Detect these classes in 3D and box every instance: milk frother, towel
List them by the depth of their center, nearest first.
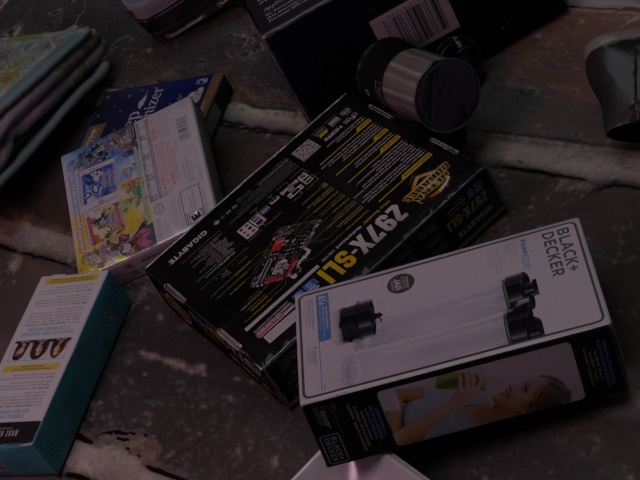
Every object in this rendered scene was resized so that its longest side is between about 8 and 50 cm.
[{"bbox_3d":[0.140,-0.181,1.699,0.143,0.129,0.135,-47,32,-7],"label":"milk frother"},{"bbox_3d":[-0.496,-0.166,2.074,0.320,0.090,0.374,-2,35,33],"label":"towel"}]

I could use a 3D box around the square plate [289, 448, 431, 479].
[{"bbox_3d":[0.017,0.357,1.289,0.347,0.049,0.344,-45,42,-15],"label":"square plate"}]

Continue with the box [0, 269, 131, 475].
[{"bbox_3d":[-0.302,0.146,1.701,0.100,0.060,0.244,-6,46,28],"label":"box"}]

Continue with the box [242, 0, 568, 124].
[{"bbox_3d":[0.074,-0.336,1.863,0.343,0.179,0.312,-29,39,3],"label":"box"}]

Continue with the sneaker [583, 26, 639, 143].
[{"bbox_3d":[0.394,-0.170,1.585,0.222,0.083,0.118,-13,62,12],"label":"sneaker"}]

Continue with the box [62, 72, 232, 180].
[{"bbox_3d":[-0.234,-0.146,1.980,0.225,0.036,0.136,-7,46,28],"label":"box"}]

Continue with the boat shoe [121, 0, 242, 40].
[{"bbox_3d":[-0.121,-0.373,2.088,0.306,0.105,0.113,-33,43,9],"label":"boat shoe"}]

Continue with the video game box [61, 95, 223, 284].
[{"bbox_3d":[-0.213,-0.055,1.834,0.187,0.048,0.205,-22,52,9],"label":"video game box"}]

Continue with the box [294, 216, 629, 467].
[{"bbox_3d":[0.127,0.093,1.423,0.290,0.087,0.169,-15,35,9],"label":"box"}]

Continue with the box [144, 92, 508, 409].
[{"bbox_3d":[0.000,0.000,1.647,0.322,0.079,0.257,-42,42,-13],"label":"box"}]
